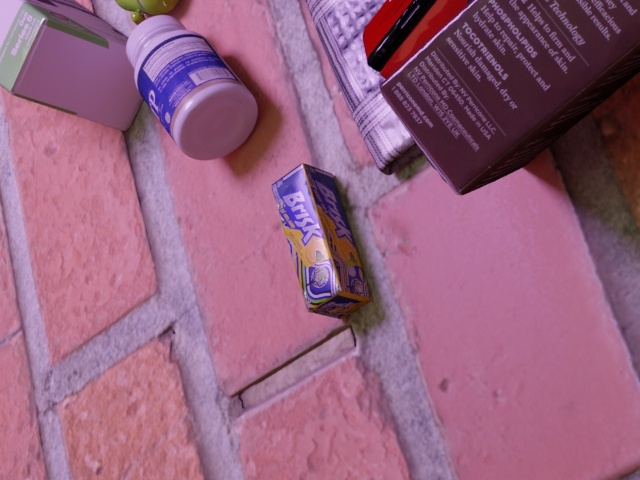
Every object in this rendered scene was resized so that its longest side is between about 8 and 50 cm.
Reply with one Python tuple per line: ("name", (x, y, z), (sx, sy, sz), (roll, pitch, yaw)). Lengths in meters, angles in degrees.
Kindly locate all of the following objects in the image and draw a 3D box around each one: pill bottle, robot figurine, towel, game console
("pill bottle", (-0.167, -0.196, 1.702), (0.112, 0.112, 0.186), (-53, 50, 19))
("robot figurine", (-0.234, -0.337, 1.828), (0.115, 0.067, 0.101), (15, 82, 43))
("towel", (0.125, -0.279, 1.495), (0.324, 0.056, 0.312), (-38, 57, 29))
("game console", (0.121, -0.229, 1.456), (0.144, 0.085, 0.124), (-50, 23, 24))

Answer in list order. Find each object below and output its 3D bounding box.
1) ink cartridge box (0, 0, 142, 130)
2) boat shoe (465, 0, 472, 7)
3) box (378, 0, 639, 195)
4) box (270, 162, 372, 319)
("ink cartridge box", (-0.382, -0.271, 1.856), (0.273, 0.198, 0.114), (37, 104, 41))
("boat shoe", (0.171, -0.247, 1.357), (0.042, 0.049, 0.133), (53, 135, 9))
("box", (0.253, -0.215, 1.246), (0.381, 0.191, 0.143), (-39, 83, 28))
("box", (0.000, 0.000, 1.537), (0.054, 0.059, 0.169), (-34, 59, 29))
